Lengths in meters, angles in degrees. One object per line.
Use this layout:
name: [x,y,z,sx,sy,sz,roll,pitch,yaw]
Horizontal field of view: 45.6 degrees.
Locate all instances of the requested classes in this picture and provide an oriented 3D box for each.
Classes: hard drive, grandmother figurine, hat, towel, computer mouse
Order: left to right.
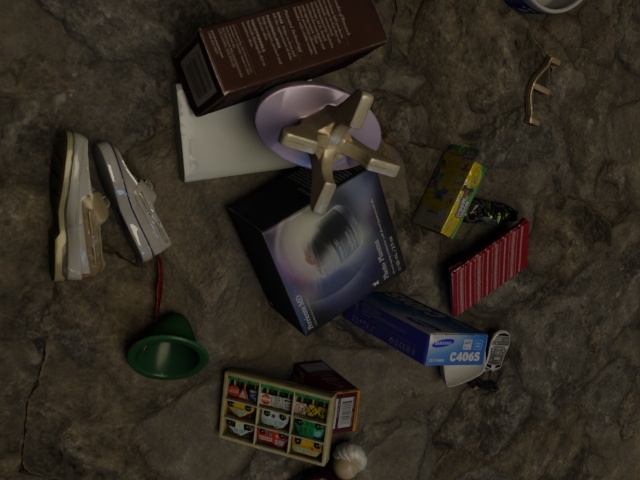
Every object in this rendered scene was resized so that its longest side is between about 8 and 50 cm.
hat: [-0.325,0.177,1.667,0.172,0.184,0.208,17,136,-24]
hard drive: [-0.159,-0.246,1.635,0.307,0.040,0.203,-11,108,-27]
grandmother figurine: [0.005,0.663,1.936,0.207,0.104,0.342,35,88,-40]
towel: [0.450,0.072,2.025,0.274,0.031,0.199,-32,139,-17]
computer mouse: [0.480,0.334,2.141,0.106,0.042,0.193,10,104,-26]

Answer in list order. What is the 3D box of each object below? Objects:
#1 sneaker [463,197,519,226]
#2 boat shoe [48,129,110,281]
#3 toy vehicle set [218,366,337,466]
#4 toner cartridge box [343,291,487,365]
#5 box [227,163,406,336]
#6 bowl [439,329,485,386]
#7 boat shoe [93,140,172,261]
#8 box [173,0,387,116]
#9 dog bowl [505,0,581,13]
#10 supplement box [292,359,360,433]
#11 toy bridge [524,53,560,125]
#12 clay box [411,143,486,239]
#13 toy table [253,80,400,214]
sneaker: [0.440,-0.073,1.986,0.188,0.078,0.067,1,102,-29]
boat shoe: [-0.467,-0.067,1.480,0.103,0.113,0.303,-2,115,-30]
toy vehicle set: [-0.100,0.398,1.732,0.035,0.266,0.166,-23,121,-68]
toner cartridge box: [0.211,0.198,1.776,0.165,0.347,0.075,3,100,-30]
box: [0.000,0.000,1.687,0.294,0.182,0.296,-32,124,-17]
bowl: [0.378,0.312,2.071,0.142,0.053,0.142,-16,111,-23]
boat shoe: [-0.371,-0.085,1.531,0.088,0.096,0.268,-29,117,-23]
box: [-0.080,-0.383,1.527,0.381,0.191,0.143,-22,95,-26]
dog bowl: [0.553,-0.693,1.867,0.264,0.104,0.265,-8,107,-26]
supplement box: [0.008,0.368,1.803,0.080,0.188,0.104,0,104,-30]
toy bridge: [0.575,-0.399,2.003,0.063,0.026,0.188,15,96,-30]
clay box: [0.322,-0.124,1.879,0.053,0.127,0.222,26,91,-32]
toy table: [0.015,-0.196,1.490,0.274,0.161,0.252,1,119,-21]
